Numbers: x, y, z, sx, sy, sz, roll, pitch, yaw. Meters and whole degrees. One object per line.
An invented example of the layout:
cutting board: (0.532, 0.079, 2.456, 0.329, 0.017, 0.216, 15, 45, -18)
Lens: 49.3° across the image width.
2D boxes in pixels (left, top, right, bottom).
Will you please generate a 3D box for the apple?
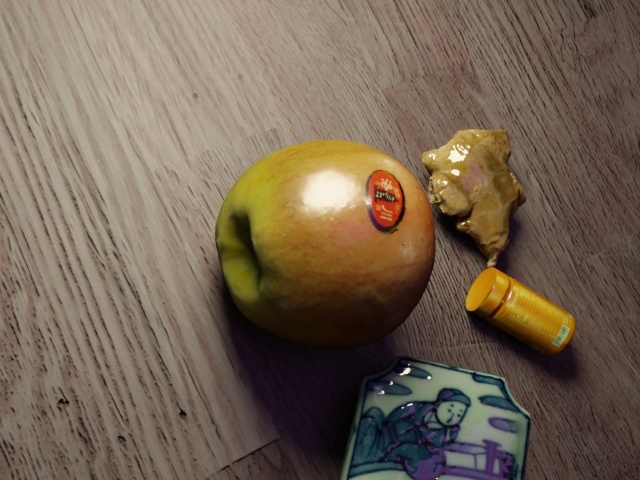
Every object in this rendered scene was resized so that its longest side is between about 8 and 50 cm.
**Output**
apple: (0.000, 0.000, 1.093, 0.304, 0.338, 0.339, 3, 73, -23)

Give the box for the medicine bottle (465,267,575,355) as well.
medicine bottle: (0.383, 0.138, 1.334, 0.191, 0.096, 0.096, 30, 66, -11)

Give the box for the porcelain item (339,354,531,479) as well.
porcelain item: (0.181, 0.342, 1.115, 0.281, 0.157, 0.286, 14, 69, 5)

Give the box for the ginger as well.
ginger: (0.307, -0.084, 1.355, 0.218, 0.123, 0.270, -7, 77, -26)
